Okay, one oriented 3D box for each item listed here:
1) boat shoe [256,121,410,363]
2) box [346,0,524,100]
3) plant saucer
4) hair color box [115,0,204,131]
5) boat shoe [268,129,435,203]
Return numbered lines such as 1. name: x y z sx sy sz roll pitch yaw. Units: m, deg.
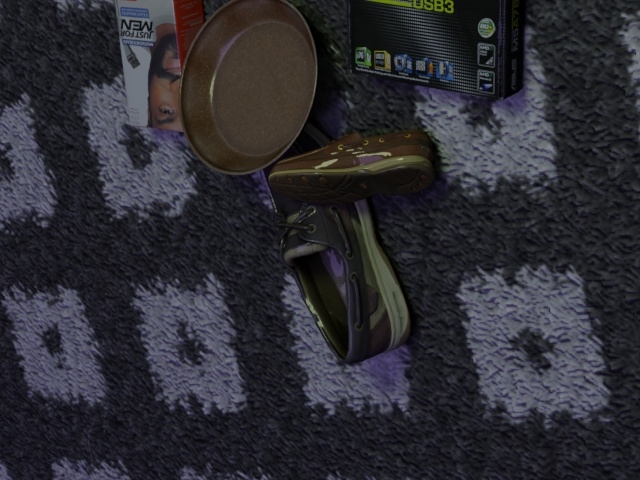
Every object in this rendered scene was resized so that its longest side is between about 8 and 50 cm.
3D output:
1. boat shoe: 0.000 0.000 1.799 0.103 0.092 0.285 -24 91 45
2. box: 0.111 -0.244 1.641 0.191 0.045 0.184 15 119 33
3. plant saucer: -0.070 -0.166 1.791 0.199 0.036 0.198 -6 80 38
4. hair color box: -0.177 -0.212 1.884 0.093 0.053 0.167 9 114 36
5. boat shoe: 0.034 -0.079 1.736 0.178 0.060 0.064 -6 149 17
